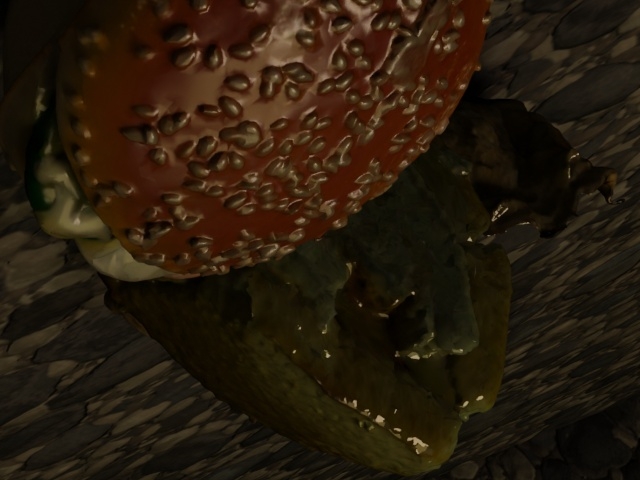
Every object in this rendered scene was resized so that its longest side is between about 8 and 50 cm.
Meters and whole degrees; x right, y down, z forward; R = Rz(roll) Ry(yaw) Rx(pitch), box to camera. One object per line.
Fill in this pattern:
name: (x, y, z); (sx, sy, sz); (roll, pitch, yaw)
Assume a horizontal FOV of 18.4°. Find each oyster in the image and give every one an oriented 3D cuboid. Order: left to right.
oyster: (0.023, -0.004, 1.285); (0.337, 0.133, 0.198); (-22, 167, -11)

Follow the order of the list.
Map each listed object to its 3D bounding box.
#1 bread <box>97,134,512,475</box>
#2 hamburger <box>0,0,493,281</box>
bread: (0.000, 0.000, 1.039); (0.186, 0.257, 0.124); (-43, -176, -30)
hamburger: (-0.030, -0.081, 0.855); (0.237, 0.147, 0.237); (-20, 154, -11)
